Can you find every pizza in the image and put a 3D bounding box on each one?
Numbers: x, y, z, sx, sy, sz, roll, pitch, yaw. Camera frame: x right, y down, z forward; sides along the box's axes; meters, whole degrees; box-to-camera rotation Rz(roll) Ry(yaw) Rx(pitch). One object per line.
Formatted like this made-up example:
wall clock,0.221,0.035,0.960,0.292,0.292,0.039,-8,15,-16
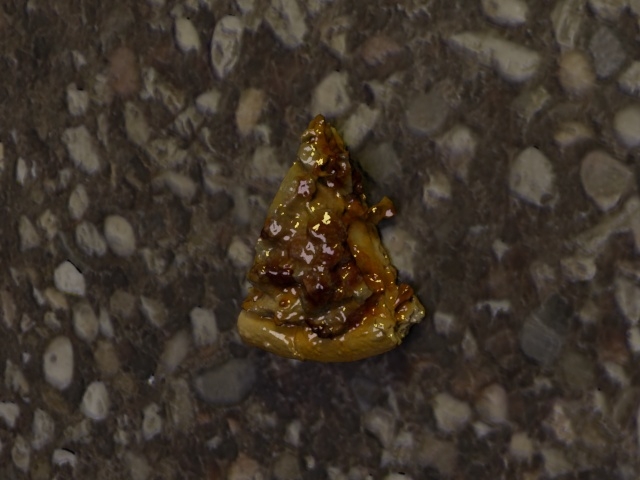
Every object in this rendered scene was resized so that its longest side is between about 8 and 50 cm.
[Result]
pizza,-0.002,0.000,1.386,0.154,0.069,0.193,1,101,32
